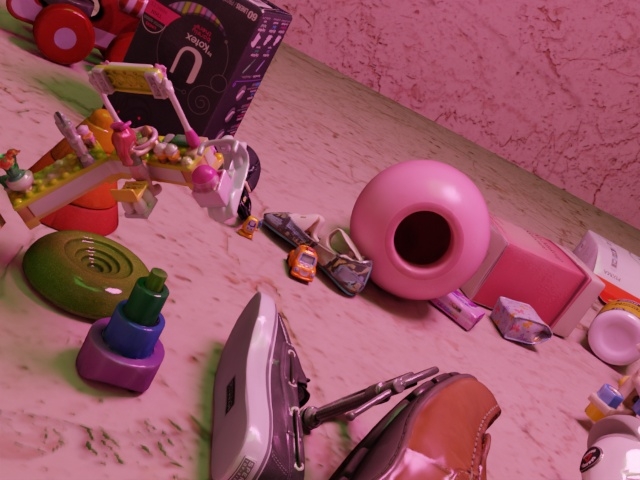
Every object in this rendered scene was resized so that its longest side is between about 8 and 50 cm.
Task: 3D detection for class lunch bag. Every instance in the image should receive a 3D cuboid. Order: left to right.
[{"bbox_3d":[0.332,0.136,1.168,0.083,0.053,0.071,13,22,-16],"label":"lunch bag"}]

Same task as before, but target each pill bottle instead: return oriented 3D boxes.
[{"bbox_3d":[0.574,0.168,1.352,0.103,0.103,0.184,37,21,20],"label":"pill bottle"}]

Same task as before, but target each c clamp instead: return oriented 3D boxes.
[{"bbox_3d":[0.034,0.141,0.636,0.137,0.160,0.022,-16,77,-36],"label":"c clamp"}]

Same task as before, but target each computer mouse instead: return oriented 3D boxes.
[{"bbox_3d":[-0.111,-0.093,1.074,0.242,0.041,0.071,-104,176,-62],"label":"computer mouse"}]

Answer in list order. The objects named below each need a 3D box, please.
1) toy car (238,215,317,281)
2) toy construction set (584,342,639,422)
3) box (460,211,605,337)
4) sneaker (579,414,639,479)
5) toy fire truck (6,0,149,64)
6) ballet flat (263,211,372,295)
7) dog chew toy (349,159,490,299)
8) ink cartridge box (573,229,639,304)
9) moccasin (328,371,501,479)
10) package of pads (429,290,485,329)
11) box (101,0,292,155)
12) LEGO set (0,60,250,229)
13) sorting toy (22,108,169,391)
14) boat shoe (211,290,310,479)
[{"bbox_3d":[-0.055,0.008,0.953,0.122,0.041,0.060,30,20,-3],"label":"toy car"},{"bbox_3d":[0.532,0.243,1.077,0.215,0.151,0.327,37,32,18],"label":"toy construction set"},{"bbox_3d":[0.364,0.058,1.289,0.232,0.127,0.149,21,21,-23],"label":"box"},{"bbox_3d":[0.401,0.339,0.722,0.330,0.122,0.146,36,39,13],"label":"sneaker"},{"bbox_3d":[-0.372,-0.431,1.248,0.302,0.254,0.169,16,24,-34],"label":"toy fire truck"},{"bbox_3d":[0.000,0.000,1.012,0.188,0.070,0.070,39,22,20],"label":"ballet flat"},{"bbox_3d":[0.149,-0.033,1.123,0.206,0.207,0.332,29,12,-4],"label":"dog chew toy"},{"bbox_3d":[0.834,0.129,1.827,0.308,0.091,0.385,30,19,-1],"label":"ink cartridge box"},{"bbox_3d":[0.076,0.209,0.517,0.147,0.139,0.380,41,19,11],"label":"moccasin"},{"bbox_3d":[0.213,0.102,1.112,0.083,0.032,0.050,38,23,21],"label":"package of pads"},{"bbox_3d":[-0.187,-0.258,1.066,0.165,0.270,0.143,32,20,6],"label":"box"},{"bbox_3d":[-0.202,-0.075,0.601,0.286,0.107,0.132,-7,46,13],"label":"LEGO set"},{"bbox_3d":[-0.207,-0.021,0.689,0.127,0.126,0.365,15,24,-36],"label":"sorting toy"},{"bbox_3d":[-0.043,0.131,0.624,0.076,0.080,0.228,30,20,-18],"label":"boat shoe"}]
